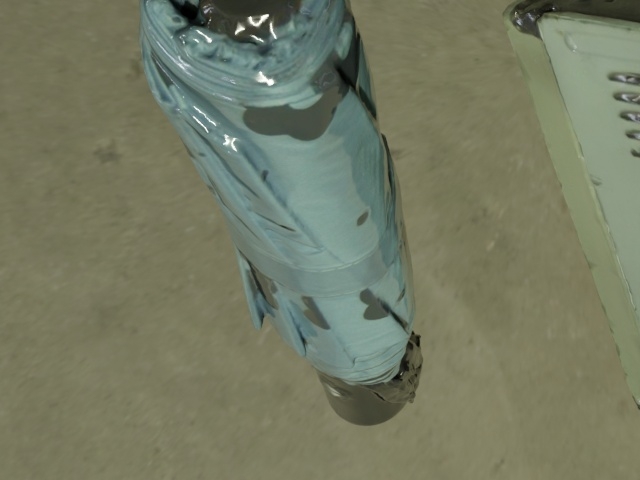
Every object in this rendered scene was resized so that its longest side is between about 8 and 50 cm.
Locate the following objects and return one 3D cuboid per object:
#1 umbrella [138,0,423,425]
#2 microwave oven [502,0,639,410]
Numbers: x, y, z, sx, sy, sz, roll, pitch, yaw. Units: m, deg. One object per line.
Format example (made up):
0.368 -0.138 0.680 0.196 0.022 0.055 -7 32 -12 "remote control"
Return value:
-0.002 0.001 0.434 0.053 0.250 0.052 -3 65 6 "umbrella"
0.292 -0.082 0.554 0.355 0.286 0.218 -33 116 -20 "microwave oven"
